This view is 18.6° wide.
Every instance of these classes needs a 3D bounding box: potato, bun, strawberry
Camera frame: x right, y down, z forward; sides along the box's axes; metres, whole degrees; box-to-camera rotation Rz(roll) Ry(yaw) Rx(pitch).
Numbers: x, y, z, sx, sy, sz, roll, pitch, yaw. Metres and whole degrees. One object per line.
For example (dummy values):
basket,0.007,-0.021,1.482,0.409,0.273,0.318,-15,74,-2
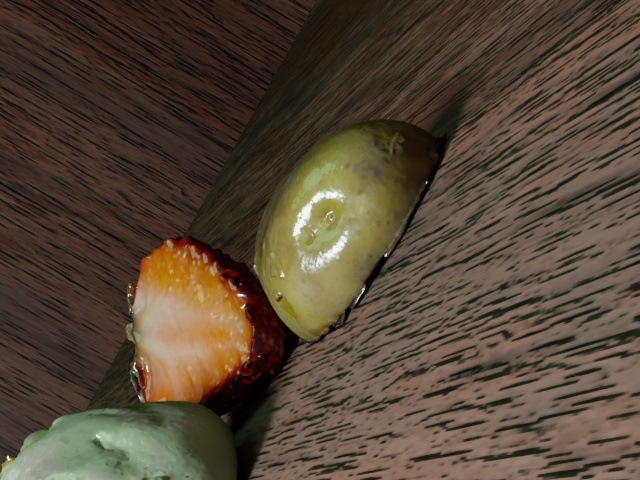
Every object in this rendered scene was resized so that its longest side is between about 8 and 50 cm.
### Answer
potato,0.000,0.000,1.636,0.243,0.098,0.138,-57,9,30
bun,-0.204,0.245,1.684,0.293,0.187,0.293,-56,10,15
strawberry,-0.087,0.091,1.856,0.236,0.111,0.190,-3,84,56
